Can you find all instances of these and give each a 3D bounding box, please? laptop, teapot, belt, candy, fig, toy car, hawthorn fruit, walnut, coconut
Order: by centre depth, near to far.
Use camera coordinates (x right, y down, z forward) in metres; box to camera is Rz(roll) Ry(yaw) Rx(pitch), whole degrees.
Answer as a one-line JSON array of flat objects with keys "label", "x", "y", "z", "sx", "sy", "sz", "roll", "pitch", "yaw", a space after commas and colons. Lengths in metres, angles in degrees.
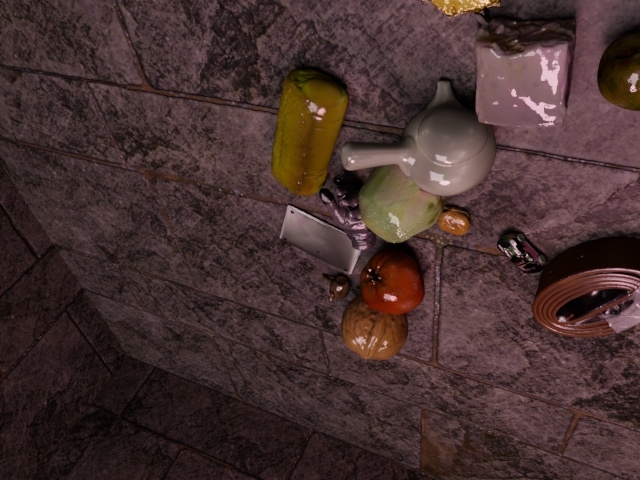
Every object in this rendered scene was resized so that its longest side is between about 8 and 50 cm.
[{"label": "fig", "x": 0.553, "y": -0.269, "z": 0.995, "sx": 0.127, "sy": 0.133, "sz": 0.185, "roll": -19, "pitch": 134, "yaw": 3}, {"label": "candy", "x": 0.378, "y": -0.317, "z": 1.063, "sx": 0.185, "sy": 0.137, "sz": 0.195, "roll": 11, "pitch": 141, "yaw": 26}, {"label": "teapot", "x": 0.223, "y": -0.179, "z": 1.193, "sx": 0.220, "sy": 0.318, "sz": 0.149, "roll": 50, "pitch": 168, "yaw": 20}, {"label": "belt", "x": 0.676, "y": 0.122, "z": 1.372, "sx": 0.217, "sy": 0.122, "sz": 0.339, "roll": 38, "pitch": 143, "yaw": -7}, {"label": "coconut", "x": 0.205, "y": -0.110, "z": 1.373, "sx": 0.204, "sy": 0.236, "sz": 0.236, "roll": 37, "pitch": 154, "yaw": 43}, {"label": "toy car", "x": 0.514, "y": 0.038, "z": 1.444, "sx": 0.142, "sy": 0.055, "sz": 0.069, "roll": 42, "pitch": 146, "yaw": -11}, {"label": "hawthorn fruit", "x": 0.229, "y": 0.132, "z": 1.675, "sx": 0.225, "sy": 0.196, "sz": 0.197, "roll": 26, "pitch": 152, "yaw": -37}, {"label": "laptop", "x": 0.000, "y": 0.000, "z": 1.795, "sx": 0.269, "sy": 0.015, "sz": 0.187, "roll": 27, "pitch": 143, "yaw": 6}, {"label": "walnut", "x": 0.174, "y": 0.280, "z": 1.824, "sx": 0.228, "sy": 0.228, "sz": 0.228, "roll": 19, "pitch": 142, "yaw": 16}, {"label": "teapot", "x": 0.043, "y": 0.149, "z": 1.890, "sx": 0.110, "sy": 0.085, "sz": 0.080, "roll": 40, "pitch": 146, "yaw": 22}]

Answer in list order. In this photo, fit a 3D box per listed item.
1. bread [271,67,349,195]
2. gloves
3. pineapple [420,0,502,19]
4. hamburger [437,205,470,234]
[{"label": "bread", "x": -0.044, "y": -0.259, "z": 1.446, "sx": 0.166, "sy": 0.112, "sz": 0.383, "roll": 26, "pitch": 144, "yaw": 6}, {"label": "gloves", "x": 0.084, "y": -0.080, "z": 1.566, "sx": 0.142, "sy": 0.119, "sz": 0.285, "roll": 0, "pitch": 148, "yaw": 20}, {"label": "pineapple", "x": 0.255, "y": -0.499, "z": 0.989, "sx": 0.225, "sy": 0.076, "sz": 0.224, "roll": 17, "pitch": 142, "yaw": 14}, {"label": "hamburger", "x": 0.347, "y": -0.050, "z": 1.469, "sx": 0.083, "sy": 0.044, "sz": 0.076, "roll": 15, "pitch": 141, "yaw": 16}]
